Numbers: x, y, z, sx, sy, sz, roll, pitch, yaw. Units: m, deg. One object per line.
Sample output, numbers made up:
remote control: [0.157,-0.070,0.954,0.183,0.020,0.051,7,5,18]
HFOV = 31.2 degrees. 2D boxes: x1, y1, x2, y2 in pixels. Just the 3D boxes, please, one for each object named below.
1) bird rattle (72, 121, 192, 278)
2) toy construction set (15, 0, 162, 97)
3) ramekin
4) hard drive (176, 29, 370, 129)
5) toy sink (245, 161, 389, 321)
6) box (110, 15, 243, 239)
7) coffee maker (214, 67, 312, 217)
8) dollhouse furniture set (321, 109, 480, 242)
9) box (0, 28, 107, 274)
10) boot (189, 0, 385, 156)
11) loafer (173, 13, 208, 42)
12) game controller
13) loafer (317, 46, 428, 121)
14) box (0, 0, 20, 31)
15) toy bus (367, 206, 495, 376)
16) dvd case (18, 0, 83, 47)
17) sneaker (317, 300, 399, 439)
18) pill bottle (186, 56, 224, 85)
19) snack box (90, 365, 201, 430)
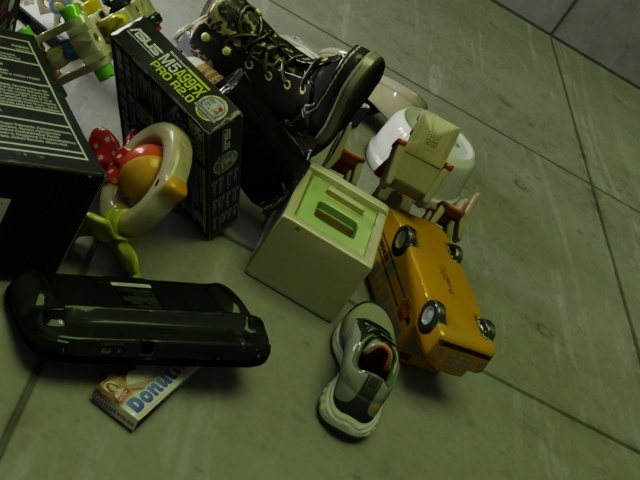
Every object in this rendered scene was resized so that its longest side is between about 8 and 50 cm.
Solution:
bird rattle: [-0.242,-0.071,1.526,0.143,0.207,0.253,40,32,-30]
toy construction set: [-0.368,-0.319,1.765,0.151,0.215,0.327,57,15,-31]
ramekin: [0.200,-0.165,2.209,0.207,0.109,0.207,26,29,-15]
hard drive: [-0.085,-0.303,2.173,0.237,0.064,0.339,47,32,23]
toy sink: [0.005,-0.017,1.743,0.153,0.131,0.234,32,31,-6]
box: [-0.202,-0.153,1.622,0.060,0.270,0.216,-36,68,-23]
coffee maker: [-0.103,-0.150,1.688,0.178,0.120,0.171,50,3,-18]
dollhouse furniture set: [0.148,-0.117,1.925,0.262,0.135,0.259,27,-10,-5]
box: [-0.460,-0.121,1.370,0.296,0.182,0.294,6,40,-40]
boot: [-0.061,-0.284,1.829,0.284,0.138,0.377,40,-11,-4]
loafer: [-0.236,-0.396,2.184,0.039,0.045,0.125,51,35,-5]
game controller: [-0.218,0.096,1.401,0.319,0.067,0.166,6,18,-34]
loafer: [0.089,-0.306,2.328,0.268,0.092,0.102,32,-3,27]
box: [-0.503,-0.384,1.619,0.143,0.270,0.165,16,30,-6]
toy bus: [0.157,0.083,1.759,0.108,0.130,0.332,21,31,-26]
dvd case: [-0.482,-0.418,1.974,0.253,0.022,0.180,40,29,10]
sneaker: [0.072,0.159,1.581,0.100,0.108,0.271,28,28,-7]
pill bottle: [-0.204,-0.219,1.845,0.229,0.131,0.131,37,28,5]
snack box: [-0.202,0.163,1.374,0.064,0.022,0.178,36,28,7]
